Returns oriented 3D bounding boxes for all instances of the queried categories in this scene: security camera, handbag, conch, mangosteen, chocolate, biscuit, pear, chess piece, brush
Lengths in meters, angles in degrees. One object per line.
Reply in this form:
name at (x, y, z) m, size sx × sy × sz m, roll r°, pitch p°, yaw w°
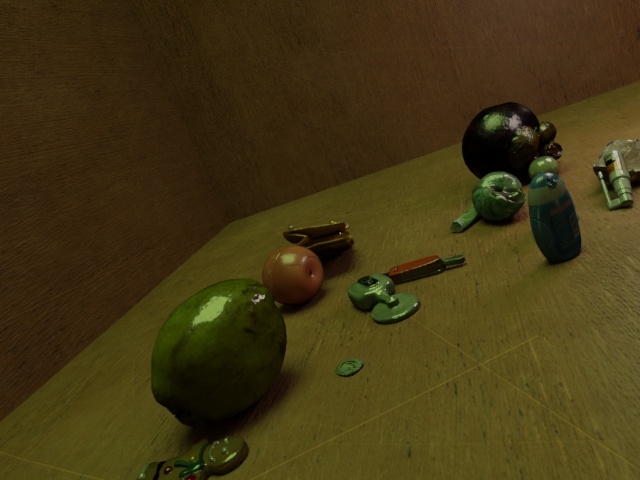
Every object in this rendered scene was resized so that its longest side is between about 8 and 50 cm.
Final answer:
security camera at (0.201, 0.183, 1.684) m, size 0.157 × 0.080 × 0.301 m, roll -27°, pitch 18°, yaw -16°
handbag at (0.000, 0.000, 2.265) m, size 0.282 × 0.133 × 0.401 m, roll -10°, pitch -8°, yaw 6°
conch at (0.706, -0.174, 2.023) m, size 0.220 × 0.196 × 0.277 m, roll 3°, pitch 5°, yaw 37°
mangosteen at (0.864, -0.446, 2.354) m, size 0.421 × 0.381 × 0.381 m, roll -4°, pitch 21°, yaw 23°
chocolate at (1.137, -0.288, 1.903) m, size 0.185 × 0.101 × 0.303 m, roll 9°, pitch 37°, yaw 41°
biscuit at (-0.318, 0.544, 1.239) m, size 0.301 × 0.049 × 0.197 m, roll -21°, pitch 17°, yaw 1°
pear at (-0.278, 0.301, 1.426) m, size 0.413 × 0.352 × 0.352 m, roll -49°, pitch 24°, yaw -18°
chess piece at (0.768, -0.165, 1.732) m, size 0.133 × 0.243 × 0.133 m, roll -22°, pitch 16°, yaw 7°
brush at (0.346, 0.097, 1.806) m, size 0.323 × 0.051 × 0.070 m, roll -17°, pitch 14°, yaw 21°

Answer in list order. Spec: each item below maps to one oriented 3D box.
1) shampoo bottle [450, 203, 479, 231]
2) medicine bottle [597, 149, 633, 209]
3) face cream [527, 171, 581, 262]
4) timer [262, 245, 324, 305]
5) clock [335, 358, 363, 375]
shampoo bottle at (0.608, -0.099, 2.108) m, size 0.072 × 0.049 × 0.212 m, roll 1°, pitch 28°, yaw 47°
medicine bottle at (0.993, -0.203, 1.739) m, size 0.092 × 0.061 × 0.221 m, roll -25°, pitch 41°, yaw 37°
face cream at (0.675, -0.071, 1.501) m, size 0.149 × 0.264 × 0.083 m, roll -27°, pitch 16°, yaw -16°
timer at (-0.109, 0.134, 1.992) m, size 0.214 × 0.230 × 0.229 m, roll -11°, pitch 19°, yaw 41°
clock at (0.077, 0.346, 1.414) m, size 0.074 × 0.010 × 0.083 m, roll -34°, pitch 18°, yaw -36°
